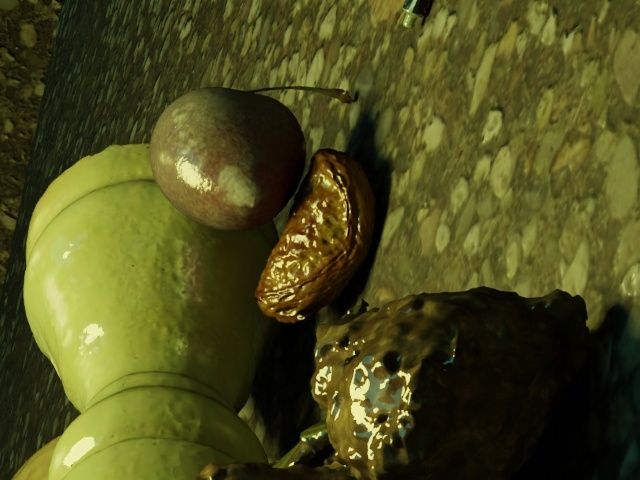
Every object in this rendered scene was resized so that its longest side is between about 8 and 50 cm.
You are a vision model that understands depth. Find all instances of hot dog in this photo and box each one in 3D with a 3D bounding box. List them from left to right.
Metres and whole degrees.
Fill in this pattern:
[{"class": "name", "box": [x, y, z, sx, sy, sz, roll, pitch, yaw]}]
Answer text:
[{"class": "hot dog", "box": [-0.002, -0.001, 1.536, 0.147, 0.065, 0.099, -69, 18, 2]}]

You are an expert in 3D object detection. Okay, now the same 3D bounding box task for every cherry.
[{"class": "cherry", "box": [-0.044, -0.067, 1.567, 0.148, 0.188, 0.115, -153, 66, -71]}]

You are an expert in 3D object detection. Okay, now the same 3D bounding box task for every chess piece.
[{"class": "chess piece", "box": [-0.134, 0.128, 1.547, 0.442, 0.234, 0.234, -97, 27, -55]}]

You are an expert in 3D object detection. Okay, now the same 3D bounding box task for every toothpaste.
[{"class": "toothpaste", "box": [0.085, -0.208, 1.514, 0.027, 0.019, 0.083, -72, 4, -77]}]

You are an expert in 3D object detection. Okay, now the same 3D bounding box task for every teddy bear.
[{"class": "teddy bear", "box": [0.005, 0.128, 1.144, 0.296, 0.246, 0.223, 9, 105, 45]}]

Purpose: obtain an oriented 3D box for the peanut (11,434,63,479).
[{"class": "peanut", "box": [-0.256, 0.311, 1.969, 0.143, 0.159, 0.291, -24, -49, -78]}]
